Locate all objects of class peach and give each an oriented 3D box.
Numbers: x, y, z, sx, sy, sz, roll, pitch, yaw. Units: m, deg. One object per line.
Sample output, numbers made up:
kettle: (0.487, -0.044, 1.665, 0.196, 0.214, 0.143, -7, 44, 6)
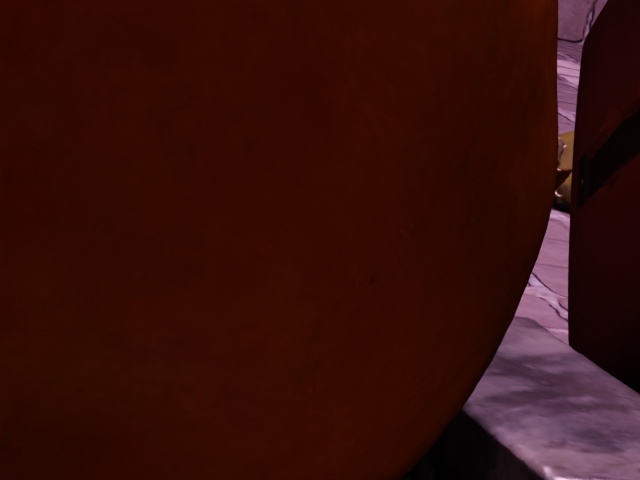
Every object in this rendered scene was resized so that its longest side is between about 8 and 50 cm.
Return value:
peach: (-0.095, -0.040, 0.569, 0.343, 0.343, 0.301, 15, 54, 14)

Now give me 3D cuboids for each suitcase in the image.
suitcase: (0.216, -0.036, 0.884, 0.161, 0.236, 0.297, 4, -9, -3)

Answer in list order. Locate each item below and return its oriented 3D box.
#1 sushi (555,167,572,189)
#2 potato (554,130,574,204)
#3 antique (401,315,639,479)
sushi: (0.130, -0.058, 1.429, 0.052, 0.055, 0.120, 7, 14, -46)
potato: (0.276, -0.048, 1.438, 0.225, 0.090, 0.117, 10, 17, 25)
antique: (0.071, 0.093, 0.651, 0.086, 0.088, 0.183, 5, 14, -24)
